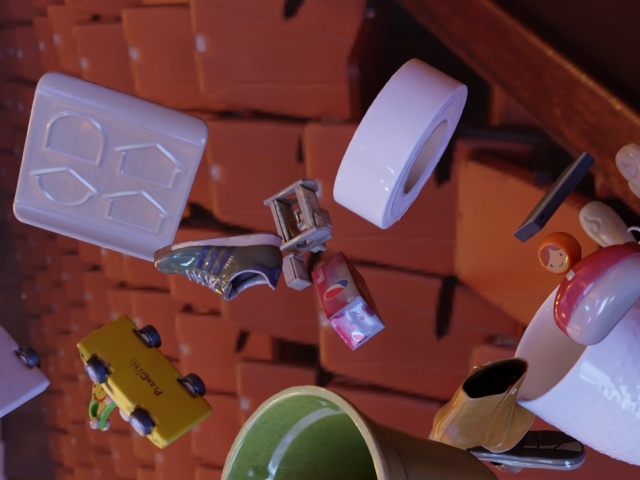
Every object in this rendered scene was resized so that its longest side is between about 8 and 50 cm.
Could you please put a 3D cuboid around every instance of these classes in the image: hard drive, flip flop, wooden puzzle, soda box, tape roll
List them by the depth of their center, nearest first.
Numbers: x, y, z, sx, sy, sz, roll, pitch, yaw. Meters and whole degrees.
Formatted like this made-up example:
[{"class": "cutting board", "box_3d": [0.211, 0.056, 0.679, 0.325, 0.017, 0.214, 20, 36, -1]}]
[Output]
[{"class": "hard drive", "box_3d": [0.340, -0.062, 1.654, 0.135, 0.022, 0.094, -50, -3, -14]}, {"class": "tape roll", "box_3d": [0.137, -0.162, 1.934, 0.286, 0.100, 0.286, -56, -12, -19]}, {"class": "flip flop", "box_3d": [0.373, 0.406, 2.185, 0.112, 0.277, 0.080, -53, -42, -46]}, {"class": "wooden puzzle", "box_3d": [-0.405, -0.145, 2.190, 0.080, 0.322, 0.347, -84, 14, -52]}, {"class": "soda box", "box_3d": [0.052, 0.116, 2.294, 0.092, 0.083, 0.263, 51, -174, -19]}]

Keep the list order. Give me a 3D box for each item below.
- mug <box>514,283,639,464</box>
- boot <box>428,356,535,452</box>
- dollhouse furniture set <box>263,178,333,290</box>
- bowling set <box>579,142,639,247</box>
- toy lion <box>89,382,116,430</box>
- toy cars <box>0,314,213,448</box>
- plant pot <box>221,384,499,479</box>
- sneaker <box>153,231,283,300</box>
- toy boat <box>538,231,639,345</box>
[{"class": "mug", "box_3d": [0.558, 0.202, 1.979, 0.374, 0.328, 0.276, -63, 11, -25]}, {"class": "boot", "box_3d": [0.304, 0.266, 1.898, 0.104, 0.295, 0.211, 48, 134, 24]}, {"class": "dollhouse furniture set", "box_3d": [0.000, 0.000, 2.119, 0.161, 0.101, 0.182, 23, -136, -53]}, {"class": "bowling set", "box_3d": [0.541, -0.091, 1.689, 0.154, 0.200, 0.287, 50, 135, 32]}, {"class": "toy lion", "box_3d": [-0.423, 0.305, 2.215, 0.100, 0.034, 0.096, -57, 43, 18]}, {"class": "toy cars", "box_3d": [-0.331, 0.175, 1.462, 0.087, 0.394, 0.176, 105, 174, -50]}, {"class": "plant pot", "box_3d": [0.065, 0.314, 1.266, 0.254, 0.276, 0.276, 15, -115, -40]}, {"class": "sneaker", "box_3d": [-0.146, 0.044, 1.622, 0.064, 0.192, 0.086, 57, -154, -68]}, {"class": "toy boat", "box_3d": [0.366, 0.047, 1.570, 0.151, 0.151, 0.231, -53, -13, 13]}]
